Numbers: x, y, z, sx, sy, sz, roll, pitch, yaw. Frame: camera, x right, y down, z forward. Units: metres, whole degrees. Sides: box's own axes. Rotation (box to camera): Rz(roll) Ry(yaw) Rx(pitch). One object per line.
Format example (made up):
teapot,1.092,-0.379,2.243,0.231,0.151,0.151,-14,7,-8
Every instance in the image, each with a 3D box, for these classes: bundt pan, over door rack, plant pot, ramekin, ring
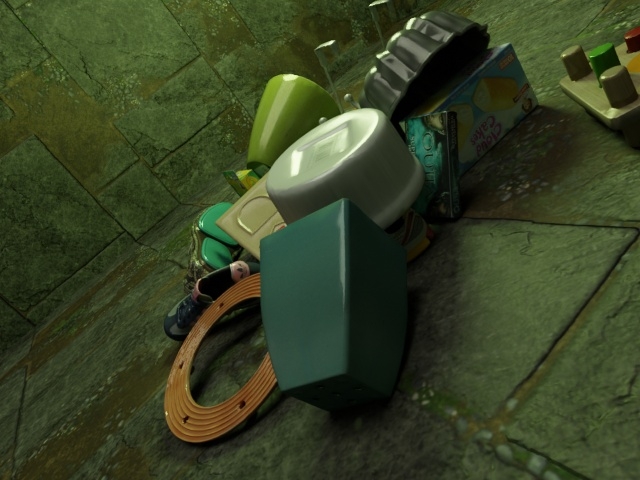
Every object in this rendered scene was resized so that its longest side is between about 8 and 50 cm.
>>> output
bundt pan,0.210,-0.354,1.114,0.331,0.124,0.331,-40,-18,-16
over door rack,0.094,-0.374,1.219,0.108,0.324,0.239,20,55,34
plant pot,-0.115,-0.328,1.641,0.275,0.275,0.293,-8,51,53
ramekin,0.034,-0.116,0.921,0.277,0.135,0.277,-27,28,16
plant pot,0.019,0.102,0.710,0.166,0.165,0.234,-24,47,30
ring,-0.155,0.201,0.921,0.337,0.032,0.336,-30,35,25

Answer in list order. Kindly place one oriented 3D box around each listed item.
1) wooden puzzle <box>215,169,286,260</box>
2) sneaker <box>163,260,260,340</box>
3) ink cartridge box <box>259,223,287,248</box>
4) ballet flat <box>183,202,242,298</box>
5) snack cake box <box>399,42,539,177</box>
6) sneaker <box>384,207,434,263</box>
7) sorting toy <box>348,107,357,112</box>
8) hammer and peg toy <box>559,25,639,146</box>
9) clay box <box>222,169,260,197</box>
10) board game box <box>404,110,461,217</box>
wooden puzzle,-0.062,-0.078,1.276,0.322,0.080,0.348,-45,44,-12
sneaker,-0.263,0.129,1.147,0.319,0.131,0.112,-31,59,20
ink cartridge box,0.000,0.000,1.048,0.231,0.078,0.134,-36,44,4
ballet flat,-0.322,0.042,1.464,0.182,0.164,0.482,-53,18,18
snack cake box,0.312,-0.265,1.062,0.264,0.152,0.089,-42,22,-11
sneaker,0.089,0.025,0.892,0.225,0.092,0.088,-43,22,-11
sorting toy,0.033,-0.439,1.993,0.229,0.041,0.307,-20,21,49
hammer and peg toy,0.538,-0.310,0.826,0.266,0.127,0.361,-29,22,21
clay box,-0.183,-0.126,1.463,0.053,0.222,0.127,-44,22,-16
board game box,0.206,-0.138,0.941,0.026,0.186,0.126,-9,9,-25
